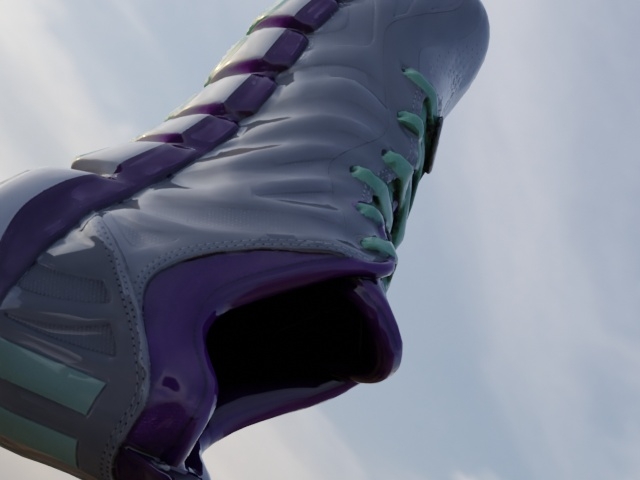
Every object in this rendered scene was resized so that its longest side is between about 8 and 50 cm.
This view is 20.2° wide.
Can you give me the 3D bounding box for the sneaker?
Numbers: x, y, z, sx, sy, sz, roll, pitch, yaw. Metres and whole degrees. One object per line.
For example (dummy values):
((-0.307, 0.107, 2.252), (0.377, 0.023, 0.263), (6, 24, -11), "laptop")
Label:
((0.000, 0.000, 0.470), (0.098, 0.224, 0.083), (26, -46, 27), "sneaker")
